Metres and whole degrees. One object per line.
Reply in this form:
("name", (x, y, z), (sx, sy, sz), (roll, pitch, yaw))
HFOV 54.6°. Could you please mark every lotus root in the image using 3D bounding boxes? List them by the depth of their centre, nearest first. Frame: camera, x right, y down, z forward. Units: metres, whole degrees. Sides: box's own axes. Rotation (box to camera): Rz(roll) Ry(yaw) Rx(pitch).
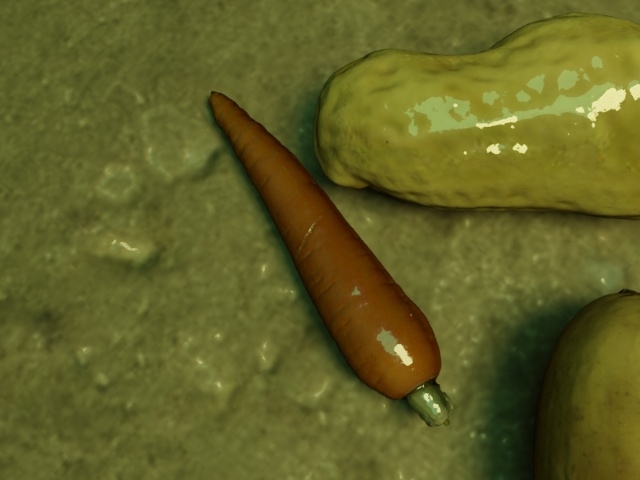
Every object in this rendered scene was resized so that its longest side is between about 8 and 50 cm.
("lotus root", (0.225, 0.183, 0.378), (0.183, 0.183, 0.309), (2, 82, 4))

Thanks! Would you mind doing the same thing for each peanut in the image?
("peanut", (0.153, -0.092, 0.465), (0.319, 0.147, 0.147), (3, 76, 9))

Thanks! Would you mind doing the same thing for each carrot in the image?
("carrot", (0.000, 0.000, 0.492), (0.069, 0.069, 0.336), (-32, 70, -4))
